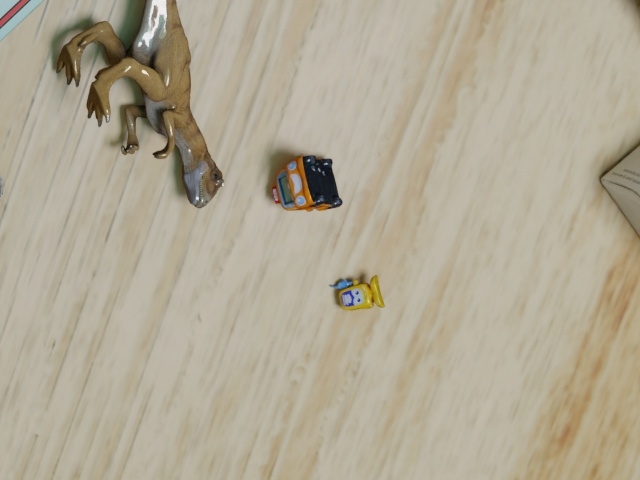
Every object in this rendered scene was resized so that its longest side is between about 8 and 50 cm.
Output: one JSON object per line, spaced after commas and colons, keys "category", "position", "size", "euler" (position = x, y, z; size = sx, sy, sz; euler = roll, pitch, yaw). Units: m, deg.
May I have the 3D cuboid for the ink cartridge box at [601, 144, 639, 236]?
{"category": "ink cartridge box", "position": [0.333, -0.048, 1.375], "size": [0.218, 0.092, 0.158], "euler": [-39, 109, -3]}

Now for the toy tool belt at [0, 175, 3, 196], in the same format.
{"category": "toy tool belt", "position": [-0.238, -0.041, 1.228], "size": [0.083, 0.051, 0.052], "euler": [38, 89, -20]}

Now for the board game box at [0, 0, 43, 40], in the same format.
{"category": "board game box", "position": [-0.209, -0.251, 1.165], "size": [0.317, 0.046, 0.213], "euler": [-42, 110, 8]}

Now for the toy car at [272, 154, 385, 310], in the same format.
{"category": "toy car", "position": [0.000, 0.000, 1.308], "size": [0.040, 0.060, 0.122], "euler": [-15, 101, 20]}

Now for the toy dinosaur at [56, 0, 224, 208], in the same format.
{"category": "toy dinosaur", "position": [-0.106, -0.124, 1.255], "size": [0.112, 0.064, 0.212], "euler": [-16, 116, -31]}
